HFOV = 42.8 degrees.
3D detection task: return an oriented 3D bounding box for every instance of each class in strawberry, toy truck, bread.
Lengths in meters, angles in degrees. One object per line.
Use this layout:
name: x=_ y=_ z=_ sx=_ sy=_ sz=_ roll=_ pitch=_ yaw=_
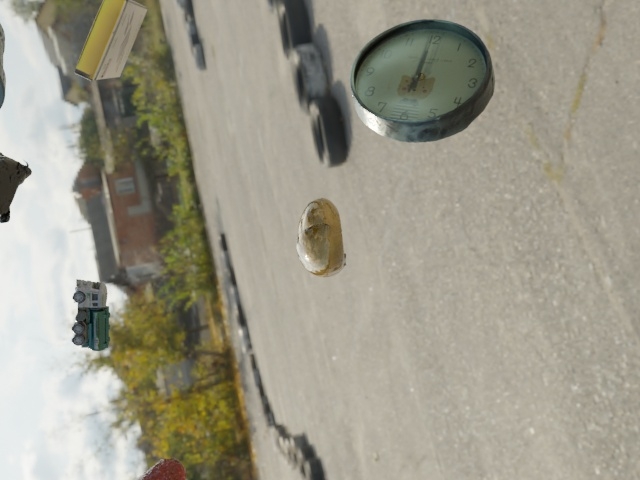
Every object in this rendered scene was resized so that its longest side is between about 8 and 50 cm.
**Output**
strawberry: x=-0.160 y=0.248 z=0.784 sx=0.073 sy=0.073 sz=0.083 roll=100 pitch=-176 yaw=-65
toy truck: x=-0.269 y=0.088 z=0.962 sx=0.039 sy=0.044 sz=0.083 roll=-124 pitch=37 yaw=-70
bread: x=0.000 y=0.000 z=1.236 sx=0.189 sy=0.077 sz=0.114 roll=89 pitch=167 yaw=-76

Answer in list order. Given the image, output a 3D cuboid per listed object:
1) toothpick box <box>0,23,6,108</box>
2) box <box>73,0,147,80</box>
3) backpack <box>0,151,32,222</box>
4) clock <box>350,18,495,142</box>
toothpick box: x=-0.467 y=-0.234 z=1.073 sx=0.153 sy=0.101 sz=0.101 roll=-115 pitch=16 yaw=-46
box: x=-0.317 y=-0.314 z=1.267 sx=0.247 sy=0.033 sz=0.129 roll=-103 pitch=38 yaw=-76
backpack: x=-0.600 y=-0.109 z=1.422 sx=0.106 sy=0.165 sz=0.120 roll=25 pitch=-95 yaw=-63
clock: x=0.157 y=-0.253 z=1.274 sx=0.049 sy=0.226 sz=0.226 roll=66 pitch=-175 yaw=-56
